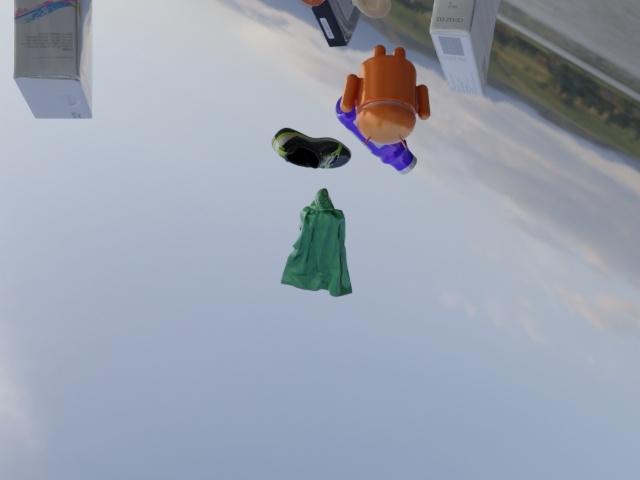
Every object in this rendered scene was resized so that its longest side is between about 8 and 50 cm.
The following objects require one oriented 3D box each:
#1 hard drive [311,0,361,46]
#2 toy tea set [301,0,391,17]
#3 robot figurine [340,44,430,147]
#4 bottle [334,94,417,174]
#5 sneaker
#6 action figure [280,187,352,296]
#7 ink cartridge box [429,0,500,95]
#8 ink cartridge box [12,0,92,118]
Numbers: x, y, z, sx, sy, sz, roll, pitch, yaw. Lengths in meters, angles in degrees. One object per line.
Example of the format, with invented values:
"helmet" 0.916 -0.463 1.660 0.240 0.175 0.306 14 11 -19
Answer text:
"hard drive" 0.055 -0.692 1.935 0.064 0.338 0.237 2 147 26
"toy tea set" 0.078 -0.582 1.595 0.336 0.200 0.124 18 -125 21
"robot figurine" 0.135 -0.294 1.588 0.158 0.128 0.219 20 -115 -41
"bottle" 0.160 -0.295 2.131 0.283 0.092 0.118 41 -154 -28
"sneaker" -0.016 -0.196 1.831 0.235 0.084 0.097 7 -141 -37
"action figure" 0.000 0.000 1.376 0.137 0.232 0.063 5 -135 0
"ink cartridge box" 0.247 -0.401 1.232 0.066 0.261 0.296 10 176 16
"ink cartridge box" -0.548 -0.431 1.582 0.131 0.306 0.226 -1 167 -9
